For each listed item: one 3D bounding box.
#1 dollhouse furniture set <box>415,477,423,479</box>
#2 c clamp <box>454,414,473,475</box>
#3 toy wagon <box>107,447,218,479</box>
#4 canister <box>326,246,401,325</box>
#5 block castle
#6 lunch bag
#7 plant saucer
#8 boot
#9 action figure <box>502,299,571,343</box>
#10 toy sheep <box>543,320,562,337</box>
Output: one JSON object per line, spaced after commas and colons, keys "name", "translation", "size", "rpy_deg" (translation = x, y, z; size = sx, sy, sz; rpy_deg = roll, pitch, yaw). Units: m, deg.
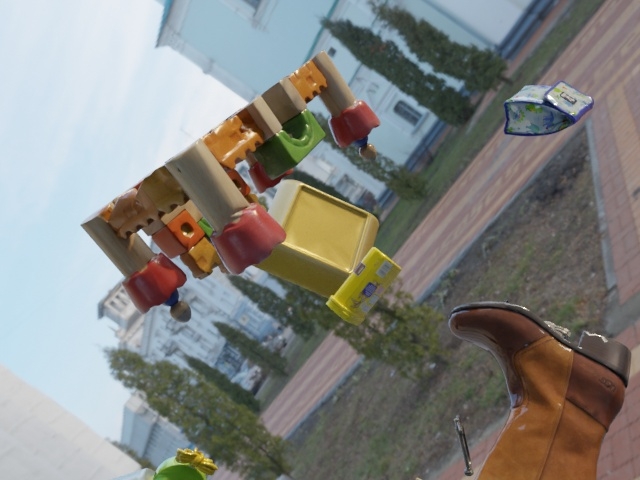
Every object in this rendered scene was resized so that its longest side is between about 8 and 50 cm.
{"name": "dollhouse furniture set", "translation": [0.330, 0.822, 1.652], "size": [0.182, 0.101, 0.160], "rpy_deg": [12, 74, 43]}
{"name": "c clamp", "translation": [0.333, 0.482, 1.300], "size": [0.022, 0.160, 0.137], "rpy_deg": [-13, 8, 12]}
{"name": "toy wagon", "translation": [-0.267, 0.468, 0.867], "size": [0.344, 0.267, 0.068], "rpy_deg": [-60, 11, 2]}
{"name": "canister", "translation": [0.104, 0.106, 1.287], "size": [0.170, 0.073, 0.126], "rpy_deg": [-52, -27, 2]}
{"name": "block castle", "translation": [-0.110, -0.085, 0.873], "size": [0.303, 0.212, 0.453], "rpy_deg": [-23, 20, 37]}
{"name": "lunch bag", "translation": [0.484, -0.278, 1.180], "size": [0.129, 0.151, 0.096], "rpy_deg": [-38, -50, -40]}
{"name": "plant saucer", "translation": [0.002, -0.017, 1.589], "size": [0.081, 0.333, 0.332], "rpy_deg": [121, 171, -53]}
{"name": "boot", "translation": [0.261, 0.237, 0.767], "size": [0.280, 0.264, 0.096], "rpy_deg": [-57, -26, -27]}
{"name": "action figure", "translation": [0.469, 0.255, 1.234], "size": [0.164, 0.275, 0.140], "rpy_deg": [-12, -45, -34]}
{"name": "toy sheep", "translation": [0.592, 0.256, 1.466], "size": [0.091, 0.091, 0.132], "rpy_deg": [-54, -35, -14]}
